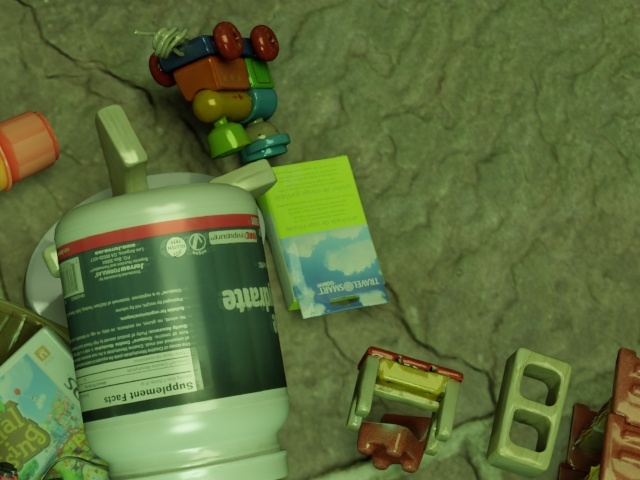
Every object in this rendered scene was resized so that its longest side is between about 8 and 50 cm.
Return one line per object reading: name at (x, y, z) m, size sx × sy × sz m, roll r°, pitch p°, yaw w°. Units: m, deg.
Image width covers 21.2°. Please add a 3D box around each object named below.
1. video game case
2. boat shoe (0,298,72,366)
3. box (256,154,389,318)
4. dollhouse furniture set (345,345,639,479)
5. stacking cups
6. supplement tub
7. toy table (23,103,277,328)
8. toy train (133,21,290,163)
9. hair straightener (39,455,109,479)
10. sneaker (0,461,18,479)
video game case at (-0.277, 0.222, 1.657) m, size 0.212 × 0.023 × 0.193 m, roll -42°, pitch 91°, yaw 6°
boat shoe at (-0.243, 0.155, 1.717) m, size 0.341 × 0.110 × 0.122 m, roll 29°, pitch 96°, yaw 1°
box at (0.000, 0.000, 1.884) m, size 0.109 × 0.042 × 0.178 m, roll -10°, pitch 73°, yaw -19°
dollhouse furniture set at (0.212, 0.190, 1.795) m, size 0.374 × 0.201 × 0.152 m, roll 17°, pitch 65°, yaw -3°
stacking cups at (-0.423, -0.049, 1.761) m, size 0.316 × 0.096 × 0.096 m, roll -27°, pitch 79°, yaw -29°
supplement tub at (-0.133, 0.095, 1.565) m, size 0.191 × 0.191 × 0.272 m, roll -8°, pitch 85°, yaw -19°
toy table at (-0.172, -0.004, 1.770) m, size 0.274 × 0.161 × 0.252 m, roll -36°, pitch 83°, yaw -24°
toy train at (-0.119, -0.151, 1.821) m, size 0.248 × 0.105 × 0.143 m, roll -11°, pitch 81°, yaw -65°
hair straightener at (-0.291, 0.275, 1.624) m, size 0.230 × 0.047 × 0.089 m, roll -34°, pitch 90°, yaw 9°
sneaker at (-0.429, 0.263, 1.579) m, size 0.299 × 0.121 × 0.112 m, roll -1°, pitch 88°, yaw 10°
